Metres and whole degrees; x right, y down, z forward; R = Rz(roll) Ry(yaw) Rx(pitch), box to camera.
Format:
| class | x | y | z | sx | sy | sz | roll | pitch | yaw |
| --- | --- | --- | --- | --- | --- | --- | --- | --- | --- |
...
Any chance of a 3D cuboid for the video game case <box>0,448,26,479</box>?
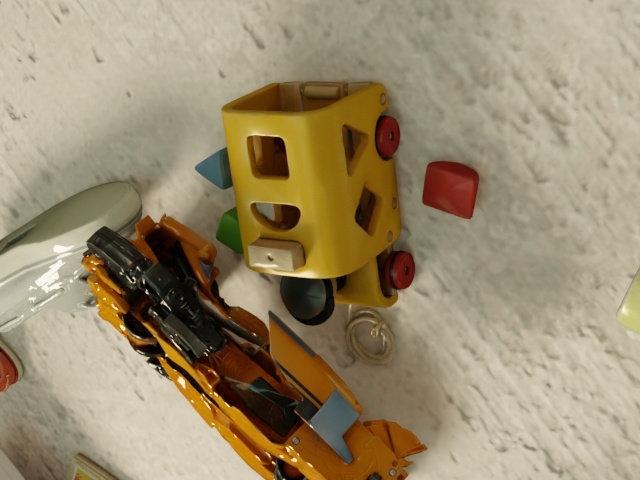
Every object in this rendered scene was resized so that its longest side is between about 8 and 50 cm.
| class | x | y | z | sx | sy | sz | roll | pitch | yaw |
| --- | --- | --- | --- | --- | --- | --- | --- | --- | --- |
| video game case | -0.268 | 0.337 | 1.184 | 0.285 | 0.025 | 0.204 | 51 | 141 | 5 |

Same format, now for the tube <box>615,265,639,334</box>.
| class | x | y | z | sx | sy | sz | roll | pitch | yaw |
| --- | --- | --- | --- | --- | --- | --- | --- | --- | --- |
| tube | 0.294 | 0.073 | 0.706 | 0.240 | 0.062 | 0.070 | 27 | 163 | 15 |

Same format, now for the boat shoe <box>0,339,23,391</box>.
| class | x | y | z | sx | sy | sz | roll | pitch | yaw |
| --- | --- | --- | --- | --- | --- | --- | --- | --- | --- |
| boat shoe | -0.339 | 0.093 | 1.137 | 0.137 | 0.043 | 0.049 | 42 | 129 | 13 |

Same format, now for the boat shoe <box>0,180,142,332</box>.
| class | x | y | z | sx | sy | sz | roll | pitch | yaw |
| --- | --- | --- | --- | --- | --- | --- | --- | --- | --- |
| boat shoe | -0.213 | 0.020 | 1.011 | 0.228 | 0.079 | 0.081 | -23 | 114 | 38 |

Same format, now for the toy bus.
| class | x | y | z | sx | sy | sz | roll | pitch | yaw |
| --- | --- | --- | --- | --- | --- | --- | --- | --- | --- |
| toy bus | -0.006 | -0.012 | 0.833 | 0.202 | 0.104 | 0.191 | 46 | 128 | 9 |

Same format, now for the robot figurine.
| class | x | y | z | sx | sy | sz | roll | pitch | yaw |
| --- | --- | --- | --- | --- | --- | --- | --- | --- | --- |
| robot figurine | -0.060 | 0.095 | 0.901 | 0.291 | 0.085 | 0.211 | 43 | 161 | 11 |

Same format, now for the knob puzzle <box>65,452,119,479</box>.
| class | x | y | z | sx | sy | sz | roll | pitch | yaw |
| --- | --- | --- | --- | --- | --- | --- | --- | --- | --- |
| knob puzzle | -0.189 | 0.319 | 1.147 | 0.213 | 0.030 | 0.213 | 14 | 118 | 28 |
